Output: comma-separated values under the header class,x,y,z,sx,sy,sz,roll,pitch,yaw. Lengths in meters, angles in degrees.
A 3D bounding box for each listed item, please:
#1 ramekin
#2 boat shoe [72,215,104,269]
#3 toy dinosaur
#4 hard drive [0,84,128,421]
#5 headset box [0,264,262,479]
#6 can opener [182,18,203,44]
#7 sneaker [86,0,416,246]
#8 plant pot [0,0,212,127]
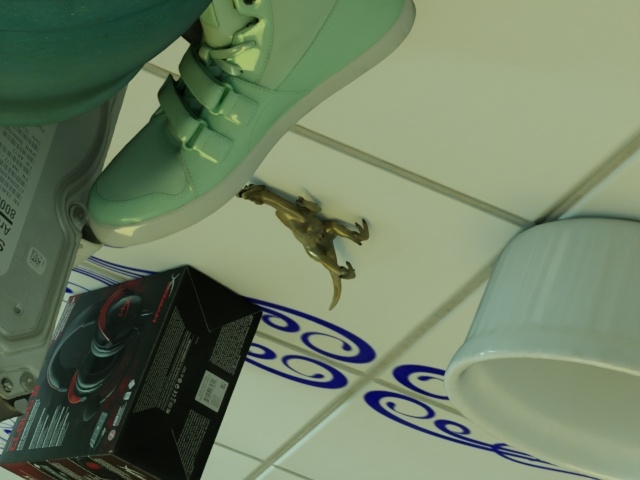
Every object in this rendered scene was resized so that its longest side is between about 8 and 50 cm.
class,x,y,z,sx,sy,sz,roll,pitch,yaw
ramekin,0.252,0.095,1.295,0.277,0.135,0.277,17,157,7
boat shoe,-0.294,-0.051,1.493,0.075,0.083,0.226,-27,135,23
toy dinosaur,0.000,0.000,1.410,0.092,0.053,0.183,18,155,47
hard drive,-0.234,-0.083,0.985,0.064,0.339,0.237,-18,131,29
headset box,-0.216,0.162,1.705,0.110,0.218,0.293,33,154,-27
can opener,-0.100,-0.188,1.043,0.280,0.074,0.093,38,-175,-34
sneaker,-0.076,-0.118,0.987,0.151,0.256,0.094,48,-179,-43
plant pot,-0.155,-0.186,0.804,0.271,0.272,0.255,21,157,-4
